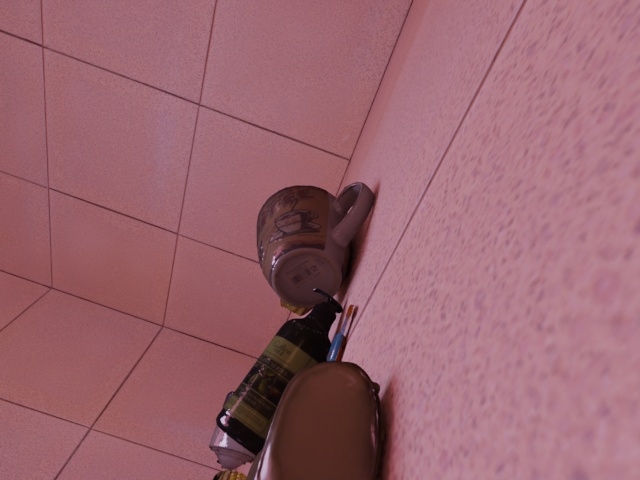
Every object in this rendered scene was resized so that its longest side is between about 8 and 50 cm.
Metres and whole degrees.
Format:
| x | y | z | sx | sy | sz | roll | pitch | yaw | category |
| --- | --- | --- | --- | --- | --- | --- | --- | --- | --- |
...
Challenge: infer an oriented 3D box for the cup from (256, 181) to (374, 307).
| x | y | z | sx | sy | sz | roll | pitch | yaw | category |
| --- | --- | --- | --- | --- | --- | --- | --- | --- | --- |
| 0.000 | 0.000 | 0.867 | 0.301 | 0.227 | 0.257 | -40 | 24 | 12 | cup |

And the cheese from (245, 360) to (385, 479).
| x | y | z | sx | sy | sz | roll | pitch | yaw | category |
| --- | --- | --- | --- | --- | --- | --- | --- | --- | --- |
| -0.020 | 0.218 | 0.356 | 0.175 | 0.091 | 0.202 | -70 | 2 | -48 | cheese |

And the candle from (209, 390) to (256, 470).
| x | y | z | sx | sy | sz | roll | pitch | yaw | category |
| --- | --- | --- | --- | --- | --- | --- | --- | --- | --- |
| -0.303 | 0.729 | 1.463 | 0.187 | 0.188 | 0.329 | 113 | 174 | -52 | candle |

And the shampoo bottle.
| x | y | z | sx | sy | sz | roll | pitch | yaw | category |
| --- | --- | --- | --- | --- | --- | --- | --- | --- | --- |
| -0.052 | 0.212 | 0.684 | 0.283 | 0.101 | 0.101 | -53 | -5 | -25 | shampoo bottle |

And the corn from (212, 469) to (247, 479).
| x | y | z | sx | sy | sz | roll | pitch | yaw | category |
| --- | --- | --- | --- | --- | --- | --- | --- | --- | --- |
| -0.256 | 0.733 | 1.001 | 0.305 | 0.124 | 0.122 | -73 | 2 | -62 | corn |

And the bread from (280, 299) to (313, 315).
| x | y | z | sx | sy | sz | roll | pitch | yaw | category |
| --- | --- | --- | --- | --- | --- | --- | --- | --- | --- |
| -0.031 | 0.092 | 1.252 | 0.184 | 0.111 | 0.234 | -87 | 21 | -63 | bread |

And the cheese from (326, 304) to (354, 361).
| x | y | z | sx | sy | sz | roll | pitch | yaw | category |
| --- | --- | --- | --- | --- | --- | --- | --- | --- | --- |
| 0.030 | 0.151 | 0.620 | 0.047 | 0.017 | 0.111 | 147 | 143 | -81 | cheese |
